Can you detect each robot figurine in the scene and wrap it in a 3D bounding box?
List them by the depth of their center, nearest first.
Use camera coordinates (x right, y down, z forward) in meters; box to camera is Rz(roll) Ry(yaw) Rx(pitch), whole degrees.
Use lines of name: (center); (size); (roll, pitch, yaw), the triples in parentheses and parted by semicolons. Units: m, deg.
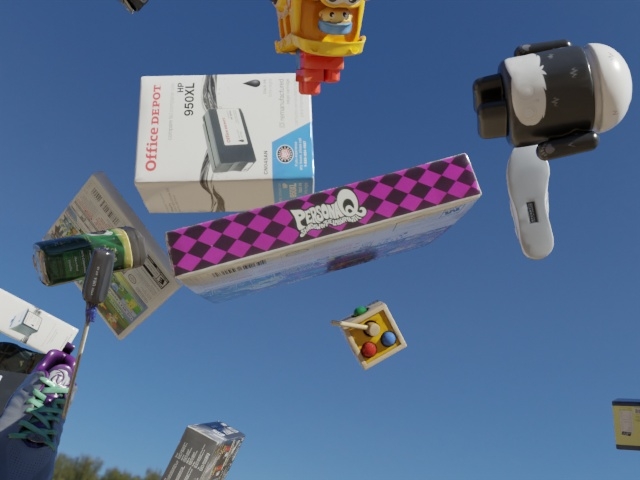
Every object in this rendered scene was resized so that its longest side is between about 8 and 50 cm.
robot figurine: (0.431, -0.268, 1.210); (0.278, 0.173, 0.209); (-9, -76, 11)

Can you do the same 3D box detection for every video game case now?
video game case: (0.000, 0.000, 0.562); (0.232, 0.042, 0.210); (-15, -10, -4)
video game case: (-0.507, 0.045, 1.561); (0.300, 0.036, 0.329); (-38, -90, 35)

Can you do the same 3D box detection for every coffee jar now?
coffee jar: (-0.410, 0.026, 1.157); (0.184, 0.079, 0.096); (-13, 14, -33)

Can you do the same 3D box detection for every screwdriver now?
screwdriver: (-0.217, 0.089, 0.601); (0.025, 0.170, 0.024); (6, 11, -33)

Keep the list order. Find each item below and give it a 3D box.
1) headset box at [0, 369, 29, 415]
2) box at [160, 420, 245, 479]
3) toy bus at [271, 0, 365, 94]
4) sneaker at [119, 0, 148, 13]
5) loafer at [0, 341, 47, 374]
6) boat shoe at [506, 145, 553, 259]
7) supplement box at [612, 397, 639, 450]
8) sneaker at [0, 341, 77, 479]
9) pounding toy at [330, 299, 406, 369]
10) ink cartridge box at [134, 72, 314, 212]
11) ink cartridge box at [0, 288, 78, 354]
headset box: (-0.548, 0.296, 0.840); (0.246, 0.283, 0.131); (11, -66, -13)
box: (-0.276, 0.532, 1.321); (0.076, 0.308, 0.242); (24, -9, 11)
toy bus: (0.005, -0.313, 0.907); (0.149, 0.212, 0.220); (-1, 10, -15)
sneaker: (-0.383, -0.501, 1.173); (0.086, 0.226, 0.163); (-41, -77, 10)
loafer: (-0.558, 0.234, 1.218); (0.170, 0.062, 0.061); (14, -18, 12)
boat shoe: (0.454, -0.084, 1.417); (0.095, 0.258, 0.084); (-1, -6, 8)
supplement box: (0.563, 0.323, 1.129); (0.083, 0.083, 0.056); (-7, -10, 34)
sneaker: (-0.306, 0.186, 0.686); (0.083, 0.098, 0.224); (27, 7, -23)
pounding toy: (0.101, 0.202, 1.431); (0.130, 0.141, 0.100); (-29, 6, -7)
ink cartridge box: (-0.216, -0.225, 1.497); (0.394, 0.286, 0.166); (-2, -22, -2)
ink cartridge box: (-0.644, 0.183, 1.411); (0.190, 0.082, 0.139); (33, -20, -22)
